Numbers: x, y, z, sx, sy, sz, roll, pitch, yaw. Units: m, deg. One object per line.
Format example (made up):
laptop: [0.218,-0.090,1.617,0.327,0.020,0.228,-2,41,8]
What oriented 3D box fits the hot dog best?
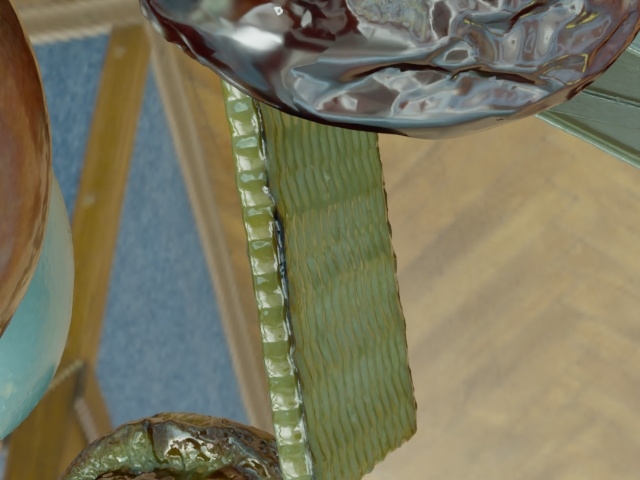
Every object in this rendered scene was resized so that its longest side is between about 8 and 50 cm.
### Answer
hot dog: [-0.110,0.214,1.256,0.259,0.175,0.114,-5,132,34]

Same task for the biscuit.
biscuit: [0.000,0.000,0.883,0.029,0.172,0.254,-5,97,22]

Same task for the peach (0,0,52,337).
peach: [-0.209,-0.027,0.520,0.253,0.252,0.252,1,132,1]

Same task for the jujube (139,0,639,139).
jujube: [0.043,-0.132,0.702,0.243,0.183,0.183,-8,145,-44]

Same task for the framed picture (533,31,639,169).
framed picture: [0.243,-0.093,1.239,0.265,0.018,0.192,27,164,-1]

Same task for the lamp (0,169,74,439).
lamp: [-0.210,-0.008,0.901,0.147,0.284,0.209,-19,148,-4]
